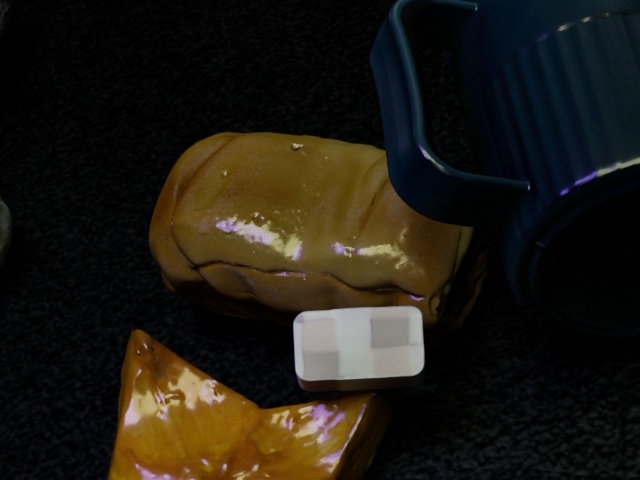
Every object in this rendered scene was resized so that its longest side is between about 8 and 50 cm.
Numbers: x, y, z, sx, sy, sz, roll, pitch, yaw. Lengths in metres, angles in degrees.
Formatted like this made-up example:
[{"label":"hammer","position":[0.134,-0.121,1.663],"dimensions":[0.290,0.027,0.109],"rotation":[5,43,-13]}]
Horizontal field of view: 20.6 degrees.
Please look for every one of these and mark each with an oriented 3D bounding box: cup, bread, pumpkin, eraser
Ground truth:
[{"label":"cup","position":[0.222,-0.102,1.442],"dimensions":[0.242,0.308,0.292],"rotation":[-34,44,26]},{"label":"bread","position":[0.000,0.000,1.547],"dimensions":[0.294,0.132,0.167],"rotation":[9,48,27]},{"label":"pumpkin","position":[-0.082,0.213,1.405],"dimensions":[0.258,0.095,0.290],"rotation":[6,50,17]},{"label":"eraser","position":[0.032,0.087,1.422],"dimensions":[0.105,0.026,0.065],"rotation":[-4,64,3]}]

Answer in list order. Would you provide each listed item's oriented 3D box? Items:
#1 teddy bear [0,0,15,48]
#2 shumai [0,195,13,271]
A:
[{"label":"teddy bear","position":[-0.433,-0.204,1.884],"dimensions":[0.236,0.151,0.267],"rotation":[-11,40,41]},{"label":"shumai","position":[-0.493,-0.034,1.653],"dimensions":[0.292,0.288,0.330],"rotation":[24,60,35]}]
